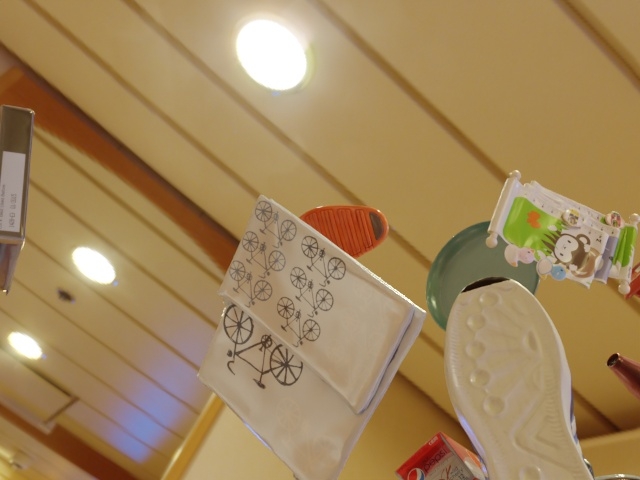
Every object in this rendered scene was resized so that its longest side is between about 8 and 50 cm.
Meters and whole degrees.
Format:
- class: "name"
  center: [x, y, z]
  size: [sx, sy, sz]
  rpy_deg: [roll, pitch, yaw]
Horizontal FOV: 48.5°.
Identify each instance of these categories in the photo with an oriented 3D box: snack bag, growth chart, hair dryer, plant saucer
- class: "snack bag"
  center: [-0.043, 0.154, 1.029]
  size: [0.323, 0.037, 0.343]
  rpy_deg: [37, -68, 32]
- class: "growth chart"
  center: [0.361, -0.008, 1.047]
  size: [0.237, 0.172, 0.021]
  rpy_deg: [21, -32, -5]
- class: "hair dryer"
  center: [0.758, 0.270, 1.520]
  size: [0.293, 0.080, 0.224]
  rpy_deg: [-3, -87, -1]
- class: "plant saucer"
  center: [0.407, 0.101, 1.772]
  size: [0.317, 0.318, 0.043]
  rpy_deg: [-11, -32, 40]

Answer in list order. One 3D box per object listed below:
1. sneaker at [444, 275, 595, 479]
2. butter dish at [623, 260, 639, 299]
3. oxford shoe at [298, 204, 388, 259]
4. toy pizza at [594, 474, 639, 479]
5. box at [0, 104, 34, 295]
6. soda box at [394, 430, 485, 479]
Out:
- class: "sneaker"
  center: [0.229, 0.229, 0.799]
  size: [0.130, 0.323, 0.236]
  rpy_deg: [-16, -38, 8]
- class: "butter dish"
  center: [0.710, 0.082, 1.450]
  size: [0.118, 0.160, 0.160]
  rpy_deg: [43, -70, 8]
- class: "oxford shoe"
  center: [0.000, 0.000, 1.556]
  size: [0.363, 0.132, 0.130]
  rpy_deg: [-14, -94, 31]
- class: "toy pizza"
  center: [0.536, 0.502, 1.350]
  size: [0.201, 0.032, 0.201]
  rpy_deg: [-3, -43, -2]
- class: "box"
  center: [-0.339, -0.030, 0.760]
  size: [0.036, 0.137, 0.225]
  rpy_deg: [5, -21, -25]
- class: "soda box"
  center: [0.214, 0.368, 1.045]
  size: [0.083, 0.092, 0.263]
  rpy_deg: [50, 5, 41]
